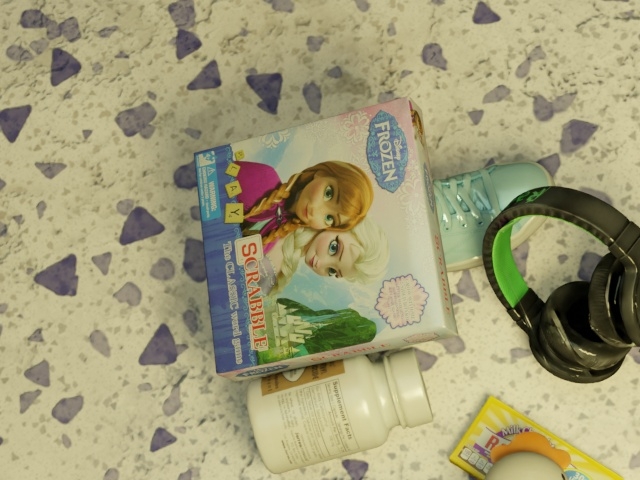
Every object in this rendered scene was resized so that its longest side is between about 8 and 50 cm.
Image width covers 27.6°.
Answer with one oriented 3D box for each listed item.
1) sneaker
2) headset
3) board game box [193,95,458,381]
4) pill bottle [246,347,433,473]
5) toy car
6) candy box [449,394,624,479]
[{"bbox_3d":[0.151,-0.028,1.799,0.366,0.150,0.135,-22,68,3],"label":"sneaker"},{"bbox_3d":[0.358,0.114,1.655,0.394,0.243,0.185,45,55,-1],"label":"headset"},{"bbox_3d":[0.000,0.000,1.723,0.318,0.066,0.318,-14,72,17],"label":"board game box"},{"bbox_3d":[0.027,0.221,1.736,0.229,0.131,0.131,-16,67,5],"label":"pill bottle"},{"bbox_3d":[0.274,0.345,1.595,0.210,0.219,0.238,2,64,12],"label":"toy car"},{"bbox_3d":[0.282,0.300,1.710,0.206,0.027,0.105,31,75,20],"label":"candy box"}]
